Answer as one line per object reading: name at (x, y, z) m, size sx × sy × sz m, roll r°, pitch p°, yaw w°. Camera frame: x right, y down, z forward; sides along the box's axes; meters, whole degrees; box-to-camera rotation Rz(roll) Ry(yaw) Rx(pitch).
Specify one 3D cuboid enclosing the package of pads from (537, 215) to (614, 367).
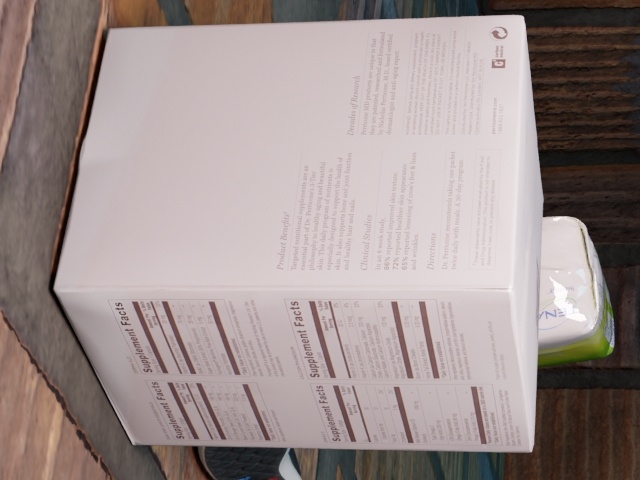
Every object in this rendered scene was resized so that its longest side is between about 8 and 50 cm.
package of pads at (0.084, 0.058, 1.473) m, size 0.229 × 0.296 × 0.101 m, roll 40°, pitch 42°, yaw -76°

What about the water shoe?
water shoe at (-0.060, 0.144, 1.379) m, size 0.203 × 0.073 × 0.080 m, roll 81°, pitch -9°, yaw -54°

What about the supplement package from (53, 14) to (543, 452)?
supplement package at (0.000, 0.000, 1.131) m, size 0.198 × 0.262 × 0.199 m, roll 74°, pitch 19°, yaw -55°
